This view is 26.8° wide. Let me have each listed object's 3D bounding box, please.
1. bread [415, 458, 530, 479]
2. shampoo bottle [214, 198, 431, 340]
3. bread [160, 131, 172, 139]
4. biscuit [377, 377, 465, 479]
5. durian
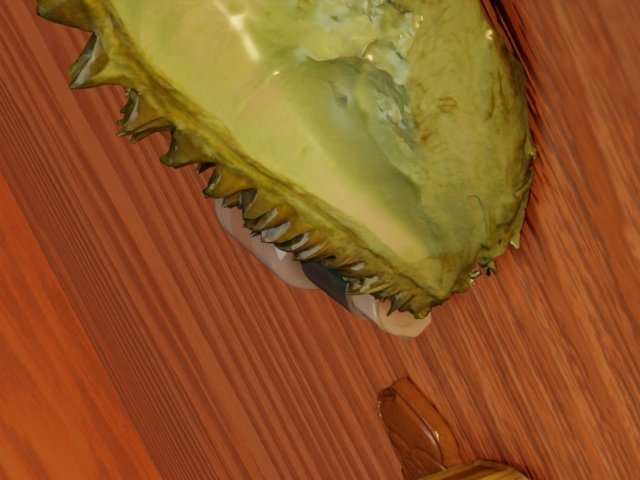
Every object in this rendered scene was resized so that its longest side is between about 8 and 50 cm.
[{"bbox_3d":[0.128,0.282,0.869,0.288,0.119,0.152,62,166,-3],"label":"bread"},{"bbox_3d":[0.000,0.000,0.863,0.192,0.074,0.074,39,152,50],"label":"shampoo bottle"},{"bbox_3d":[-0.073,-0.160,0.780,0.077,0.116,0.200,10,130,34],"label":"bread"},{"bbox_3d":[0.076,0.158,0.983,0.102,0.019,0.130,35,148,53],"label":"biscuit"},{"bbox_3d":[-0.013,-0.121,0.635,0.163,0.198,0.394,-90,-22,-61],"label":"durian"}]
